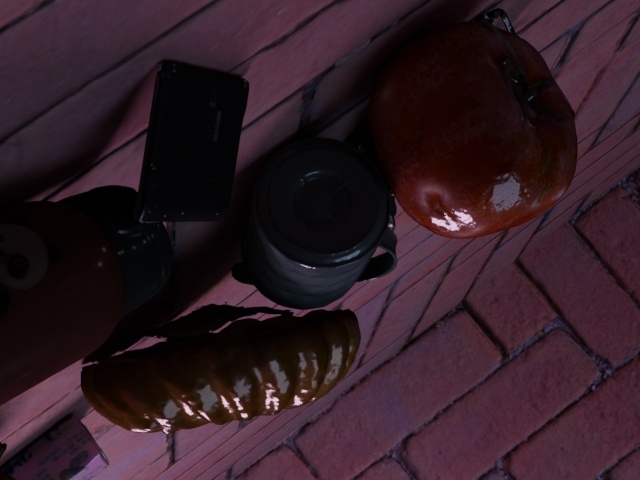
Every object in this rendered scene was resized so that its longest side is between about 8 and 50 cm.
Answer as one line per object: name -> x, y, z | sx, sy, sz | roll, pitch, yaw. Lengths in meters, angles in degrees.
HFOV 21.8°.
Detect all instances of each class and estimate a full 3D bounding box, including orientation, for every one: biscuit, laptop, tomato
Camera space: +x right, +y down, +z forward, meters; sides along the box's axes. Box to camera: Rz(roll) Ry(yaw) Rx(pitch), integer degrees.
biscuit -> -0.110, 0.150, 1.897 | 0.326, 0.107, 0.326 | -10, 179, 0
laptop -> -0.104, -0.078, 1.373 | 0.180, 0.016, 0.129 | -3, 103, -71
tomato -> 0.155, -0.112, 1.728 | 0.189, 0.232, 0.232 | -29, 176, 34

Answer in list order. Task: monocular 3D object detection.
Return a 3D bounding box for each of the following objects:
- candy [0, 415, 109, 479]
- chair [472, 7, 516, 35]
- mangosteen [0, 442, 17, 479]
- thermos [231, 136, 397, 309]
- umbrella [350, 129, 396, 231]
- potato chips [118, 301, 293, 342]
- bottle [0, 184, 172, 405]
candy -> -0.349, 0.297, 2.094 | 0.160, 0.073, 0.092 | -37, 164, -7
chair -> 0.189, -0.195, 1.915 | 0.084, 0.101, 0.212 | -39, 132, -7
mangosteen -> -0.406, 0.333, 1.877 | 0.172, 0.172, 0.184 | -34, 142, -25
thermos -> 0.000, 0.000, 1.822 | 0.182, 0.145, 0.286 | 1, 163, -6
umbrella -> 0.057, -0.052, 1.970 | 0.143, 0.094, 0.349 | -32, 168, -35
potato chips -> -0.134, 0.093, 1.898 | 0.209, 0.026, 0.142 | -12, -171, 2
bottle -> -0.256, 0.053, 1.278 | 0.336, 0.144, 0.144 | -31, 166, -46
